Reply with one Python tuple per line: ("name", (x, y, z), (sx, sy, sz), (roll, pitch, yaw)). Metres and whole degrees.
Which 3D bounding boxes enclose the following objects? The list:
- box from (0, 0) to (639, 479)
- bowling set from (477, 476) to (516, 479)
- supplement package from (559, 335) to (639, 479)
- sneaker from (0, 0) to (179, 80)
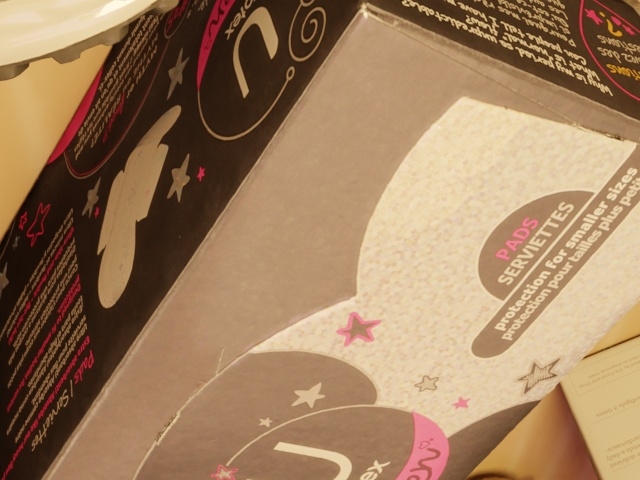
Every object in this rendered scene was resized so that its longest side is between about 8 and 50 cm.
("box", (0.000, 0.000, 0.461), (0.163, 0.142, 0.247), (17, 128, -30))
("bowling set", (0.010, 0.191, 0.624), (0.287, 0.154, 0.200), (-25, 154, -9))
("supplement package", (0.205, 0.140, 0.636), (0.105, 0.179, 0.105), (-23, 136, 7))
("sneaker", (-0.131, -0.103, 0.352), (0.271, 0.100, 0.108), (-15, 131, -1))
